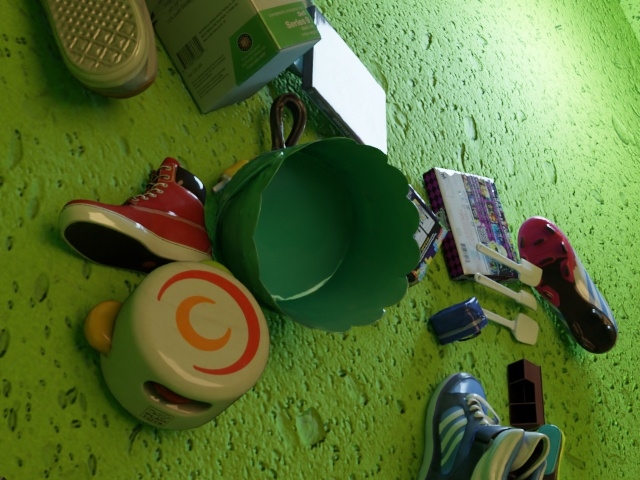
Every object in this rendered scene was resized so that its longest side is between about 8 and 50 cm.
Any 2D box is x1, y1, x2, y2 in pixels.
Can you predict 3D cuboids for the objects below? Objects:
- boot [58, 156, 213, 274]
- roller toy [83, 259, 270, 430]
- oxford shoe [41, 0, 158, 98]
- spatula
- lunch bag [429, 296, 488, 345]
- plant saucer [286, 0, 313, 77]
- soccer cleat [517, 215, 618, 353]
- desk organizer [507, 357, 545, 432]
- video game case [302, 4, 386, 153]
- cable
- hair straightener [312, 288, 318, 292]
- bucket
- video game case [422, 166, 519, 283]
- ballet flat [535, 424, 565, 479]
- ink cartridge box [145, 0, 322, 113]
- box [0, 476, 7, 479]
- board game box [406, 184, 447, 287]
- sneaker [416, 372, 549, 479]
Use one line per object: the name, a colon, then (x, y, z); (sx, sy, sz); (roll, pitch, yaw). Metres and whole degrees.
boot: (-0.251, -0.052, 1.244); (0.244, 0.088, 0.176); (23, 52, -47)
roller toy: (-0.177, 0.138, 1.158); (0.209, 0.146, 0.191); (-16, 71, -44)
oxford shoe: (-0.339, -0.387, 1.326); (0.130, 0.169, 0.450); (73, -3, -67)
spatula: (0.373, 0.106, 1.808); (0.242, 0.019, 0.168); (23, 74, -43)
lunch bag: (0.255, 0.149, 1.640); (0.067, 0.098, 0.065); (-24, 88, -55)
plant saucer: (-0.072, -0.434, 1.600); (0.317, 0.043, 0.318); (-13, 90, -73)
soccer cleat: (0.531, 0.097, 1.971); (0.331, 0.116, 0.143); (60, 18, 3)
desk organizer: (0.393, 0.297, 1.738); (0.050, 0.047, 0.130); (28, 49, -30)
video game case: (0.049, -0.275, 1.674); (0.274, 0.026, 0.196); (43, 39, -47)
cable: (-0.064, -0.127, 1.466); (0.139, 0.072, 0.287); (40, 54, -14)
hair straightener: (0.000, 0.000, 1.498); (0.089, 0.047, 0.231); (13, 54, -43)
bucket: (-0.013, -0.012, 1.317); (0.281, 0.183, 0.281); (-3, 96, -28)
video game case: (0.312, -0.027, 1.848); (0.210, 0.041, 0.232); (5, 65, -45)
ballet flat: (0.394, 0.440, 1.632); (0.077, 0.077, 0.231); (77, 33, -43)
ink cartridge box: (-0.162, -0.381, 1.426); (0.121, 0.211, 0.289); (-30, 91, -46)
box: (-0.316, 0.367, 0.906); (0.207, 0.108, 0.153); (49, 41, -12)
board game box: (0.151, -0.013, 1.668); (0.141, 0.048, 0.170); (49, 41, -10)
sneaker: (0.282, 0.323, 1.456); (0.130, 0.236, 0.323); (44, 43, -19)
